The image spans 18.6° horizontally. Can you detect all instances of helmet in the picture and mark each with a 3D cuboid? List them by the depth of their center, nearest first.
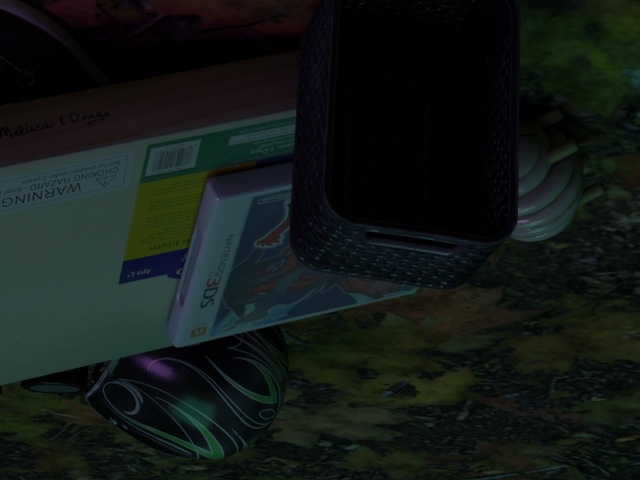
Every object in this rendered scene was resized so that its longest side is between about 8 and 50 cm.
[{"bbox_3d":[-0.106,0.111,1.699,0.161,0.169,0.169,27,152,-11],"label":"helmet"}]

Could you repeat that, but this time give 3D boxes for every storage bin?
[{"bbox_3d":[0.052,-0.071,1.215,0.122,0.180,0.084,8,156,-13],"label":"storage bin"}]

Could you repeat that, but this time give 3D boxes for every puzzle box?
[{"bbox_3d":[-0.177,0.002,1.326,0.409,0.052,0.272,-12,148,-22],"label":"puzzle box"}]

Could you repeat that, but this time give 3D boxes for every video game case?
[{"bbox_3d":[0.000,0.000,1.380,0.201,0.023,0.183,-13,149,-23],"label":"video game case"}]

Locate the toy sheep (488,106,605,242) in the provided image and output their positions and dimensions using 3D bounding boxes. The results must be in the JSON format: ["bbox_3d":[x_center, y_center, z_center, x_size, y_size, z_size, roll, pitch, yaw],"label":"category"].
[{"bbox_3d":[0.148,-0.046,1.394,0.091,0.091,0.132,-9,142,27],"label":"toy sheep"}]

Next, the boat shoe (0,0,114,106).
[{"bbox_3d":[-0.199,-0.081,1.336,0.114,0.091,0.302,-15,152,33],"label":"boat shoe"}]

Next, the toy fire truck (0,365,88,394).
[{"bbox_3d":[-0.316,0.034,1.595,0.217,0.158,0.246,-3,167,15],"label":"toy fire truck"}]
